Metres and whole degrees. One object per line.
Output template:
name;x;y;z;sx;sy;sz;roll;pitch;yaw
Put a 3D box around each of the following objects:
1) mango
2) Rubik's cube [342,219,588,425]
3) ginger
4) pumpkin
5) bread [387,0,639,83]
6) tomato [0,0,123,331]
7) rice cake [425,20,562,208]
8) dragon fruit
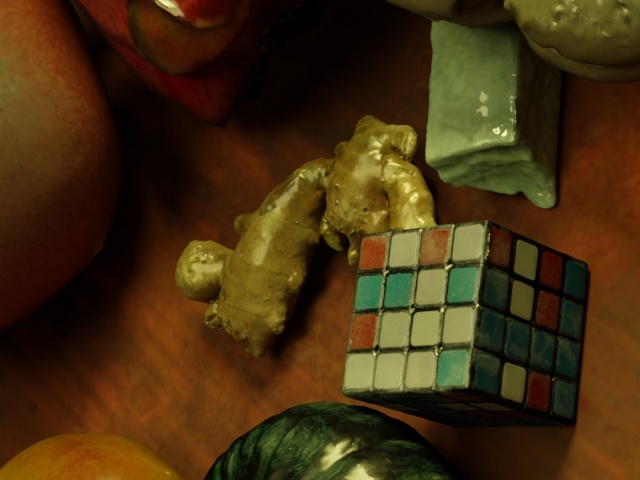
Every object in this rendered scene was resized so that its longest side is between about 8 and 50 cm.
mango;-0.158;0.196;1.052;0.221;0.120;0.151;4;79;54
Rubik's cube;0.079;0.047;0.886;0.092;0.092;0.092;-6;71;44
ginger;0.000;0.000;1.019;0.193;0.052;0.176;30;98;39
pumpkin;-0.001;0.183;0.882;0.202;0.140;0.202;-19;61;37
bread;0.178;-0.187;0.832;0.337;0.102;0.183;-25;63;21
tomato;-0.306;-0.083;1.139;0.273;0.341;0.341;163;121;-71
rice cake;0.101;-0.122;0.948;0.069;0.063;0.206;-6;70;37
dragon fruit;-0.127;-0.244;1.002;0.286;0.329;0.228;-53;3;16
